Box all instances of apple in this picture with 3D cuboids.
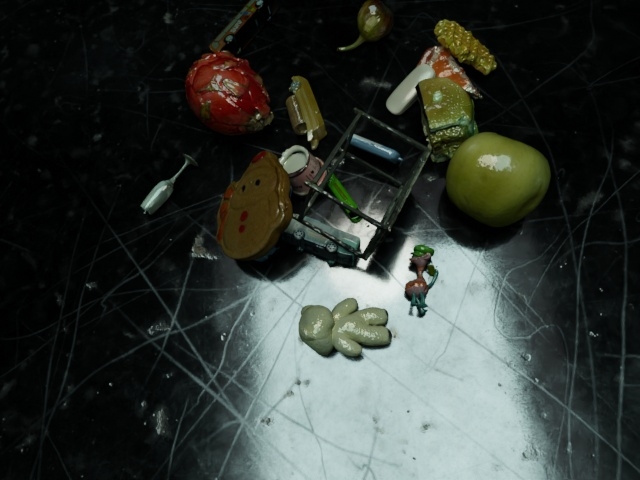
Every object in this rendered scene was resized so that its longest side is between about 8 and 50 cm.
[{"bbox_3d":[0.528,-0.179,1.317,0.295,0.233,0.258,30,104,8],"label":"apple"}]

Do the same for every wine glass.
[{"bbox_3d":[-0.561,-0.202,1.601,0.074,0.074,0.262,33,78,18],"label":"wine glass"}]

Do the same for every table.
[{"bbox_3d":[0.123,-0.173,1.339,0.272,0.222,0.335,30,62,2],"label":"table"}]

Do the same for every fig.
[{"bbox_3d":[0.171,-0.819,1.711,0.245,0.149,0.149,-43,67,18],"label":"fig"}]

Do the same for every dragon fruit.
[{"bbox_3d":[-0.339,-0.527,1.588,0.277,0.277,0.342,-31,77,-4],"label":"dragon fruit"}]

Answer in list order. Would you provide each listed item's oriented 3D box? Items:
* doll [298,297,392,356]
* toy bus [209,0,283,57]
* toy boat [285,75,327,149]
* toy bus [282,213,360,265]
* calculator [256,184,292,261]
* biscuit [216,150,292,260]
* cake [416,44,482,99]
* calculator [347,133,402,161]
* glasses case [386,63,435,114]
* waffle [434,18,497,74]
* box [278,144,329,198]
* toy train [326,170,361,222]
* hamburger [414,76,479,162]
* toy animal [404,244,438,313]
[{"bbox_3d":[0.073,0.271,1.310,0.278,0.175,0.149,0,107,0],"label":"doll"},{"bbox_3d":[-0.306,-0.896,1.816,0.092,0.093,0.409,29,75,26],"label":"toy bus"},{"bbox_3d":[-0.063,-0.478,1.619,0.115,0.089,0.310,-20,68,4],"label":"toy boat"},{"bbox_3d":[0.000,0.000,1.432,0.261,0.091,0.109,22,63,15],"label":"toy bus"},{"bbox_3d":[-0.167,-0.069,1.450,0.051,0.173,0.293,22,68,-29],"label":"calculator"},{"bbox_3d":[-0.220,-0.117,1.424,0.359,0.074,0.381,-10,67,40],"label":"biscuit"},{"bbox_3d":[0.480,-0.603,1.573,0.287,0.098,0.135,42,98,17],"label":"cake"},{"bbox_3d":[0.188,-0.316,1.507,0.210,0.121,0.039,26,102,18],"label":"calculator"},{"bbox_3d":[0.325,-0.545,1.576,0.204,0.051,0.081,-44,68,19],"label":"glasses case"},{"bbox_3d":[0.517,-0.692,1.561,0.253,0.056,0.249,-20,71,-44],"label":"waffle"},{"bbox_3d":[-0.063,-0.239,1.482,0.151,0.135,0.151,-11,64,23],"label":"box"},{"bbox_3d":[0.075,-0.152,1.499,0.044,0.042,0.209,-33,68,-4],"label":"toy train"},{"bbox_3d":[0.433,-0.411,1.477,0.192,0.168,0.288,-9,69,4],"label":"hamburger"},{"bbox_3d":[0.316,0.120,1.340,0.103,0.100,0.208,15,62,-10],"label":"toy animal"}]
